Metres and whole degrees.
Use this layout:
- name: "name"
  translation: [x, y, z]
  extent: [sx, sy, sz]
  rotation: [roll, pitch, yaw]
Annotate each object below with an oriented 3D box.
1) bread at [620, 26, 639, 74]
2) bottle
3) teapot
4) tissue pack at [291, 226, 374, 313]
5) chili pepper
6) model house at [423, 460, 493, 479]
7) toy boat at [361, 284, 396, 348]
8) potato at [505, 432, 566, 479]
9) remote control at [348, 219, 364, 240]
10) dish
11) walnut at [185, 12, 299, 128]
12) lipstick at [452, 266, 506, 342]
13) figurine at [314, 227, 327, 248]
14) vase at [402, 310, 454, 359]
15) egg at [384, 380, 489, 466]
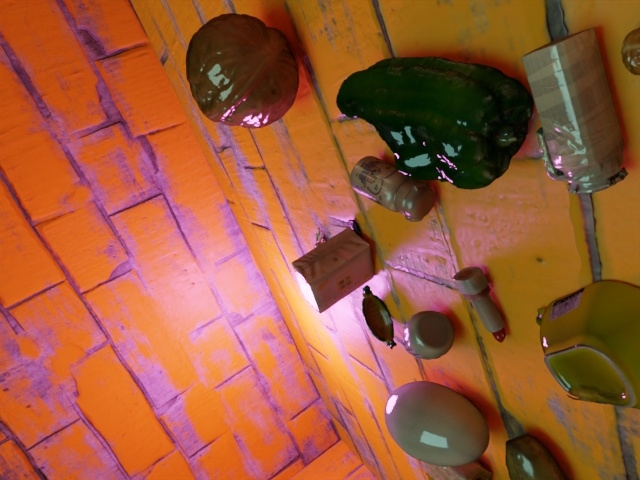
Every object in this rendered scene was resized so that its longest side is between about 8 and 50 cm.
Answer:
- name: "bread"
  translation: [0.388, -0.203, 0.426]
  extent: [0.157, 0.044, 0.052]
  rotation: [18, 128, 60]
- name: "bottle"
  translation: [0.168, -0.114, 0.984]
  extent: [0.209, 0.097, 0.110]
  rotation: [39, 148, 44]
- name: "teapot"
  translation: [0.329, -0.163, 0.573]
  extent: [0.200, 0.077, 0.107]
  rotation: [66, 163, -13]
- name: "tissue pack"
  translation: [0.045, 0.098, 1.350]
  extent: [0.124, 0.225, 0.185]
  rotation: [46, 162, 39]
- name: "chili pepper"
  translation: [0.169, -0.208, 0.759]
  extent: [0.385, 0.168, 0.213]
  rotation: [36, 146, 51]
- name: "model house"
  translation: [0.450, 0.785, 1.416]
  extent: [0.193, 0.175, 0.234]
  rotation: [27, 145, 57]
- name: "toy boat"
  translation: [0.191, 0.256, 1.437]
  extent: [0.229, 0.089, 0.088]
  rotation: [64, 174, 0]
- name: "potato"
  translation: [0.533, 0.581, 1.051]
  extent: [0.149, 0.113, 0.251]
  rotation: [-160, 52, -71]
- name: "remote control"
  translation: [0.117, -0.025, 1.344]
  extent: [0.096, 0.014, 0.039]
  rotation: [64, 160, -13]
- name: "dish"
  translation: [0.459, 0.193, 0.702]
  extent: [0.221, 0.108, 0.262]
  rotation: [59, 159, 7]
- name: "walnut"
  translation: [-0.208, -0.452, 1.158]
  extent: [0.333, 0.333, 0.332]
  rotation: [48, 157, 29]
- name: "lipstick"
  translation: [0.366, 0.148, 0.943]
  extent: [0.186, 0.057, 0.063]
  rotation: [59, 160, -11]
- name: "figurine"
  translation: [0.000, 0.000, 1.609]
  extent: [0.064, 0.047, 0.109]
  rotation: [52, 150, 42]
- name: "vase"
  translation: [0.289, 0.275, 1.197]
  extent: [0.128, 0.128, 0.248]
  rotation: [54, 167, 17]
- name: "egg"
  translation: [0.340, 0.547, 1.280]
  extent: [0.229, 0.230, 0.371]
  rotation: [63, 154, -7]
